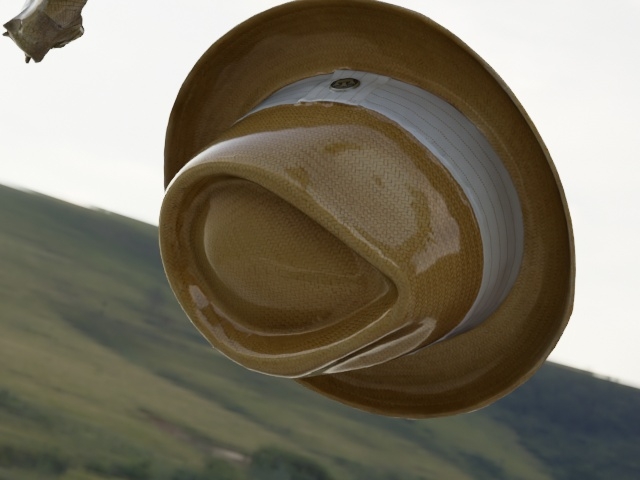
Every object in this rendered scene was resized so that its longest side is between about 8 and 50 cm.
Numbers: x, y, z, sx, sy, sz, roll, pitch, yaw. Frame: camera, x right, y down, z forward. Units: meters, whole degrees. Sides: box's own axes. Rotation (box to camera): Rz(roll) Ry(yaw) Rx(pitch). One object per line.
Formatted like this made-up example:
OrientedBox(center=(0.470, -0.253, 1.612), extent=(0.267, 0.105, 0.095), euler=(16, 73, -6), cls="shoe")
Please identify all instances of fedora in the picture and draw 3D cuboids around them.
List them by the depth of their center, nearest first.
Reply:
OrientedBox(center=(0.000, 0.000, 0.537), extent=(0.194, 0.194, 0.079), euler=(9, 25, 31), cls="fedora")

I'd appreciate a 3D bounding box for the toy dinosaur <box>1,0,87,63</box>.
OrientedBox(center=(-0.050, -0.105, 0.306), extent=(0.053, 0.092, 0.183), euler=(38, -26, 22), cls="toy dinosaur")
